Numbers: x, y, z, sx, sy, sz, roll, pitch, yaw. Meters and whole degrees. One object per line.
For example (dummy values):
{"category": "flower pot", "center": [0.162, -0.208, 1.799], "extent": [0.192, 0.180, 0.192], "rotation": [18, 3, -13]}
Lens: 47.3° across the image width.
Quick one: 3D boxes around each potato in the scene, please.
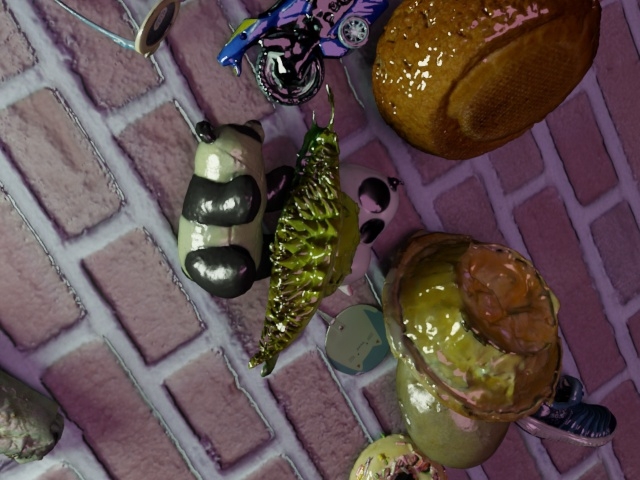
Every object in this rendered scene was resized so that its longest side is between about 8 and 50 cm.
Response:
{"category": "potato", "center": [0.203, 0.231, 1.118], "extent": [0.235, 0.160, 0.178], "rotation": [61, 36, -5]}

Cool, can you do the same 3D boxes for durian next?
{"category": "durian", "center": [-0.007, -0.002, 0.923], "extent": [0.132, 0.106, 0.375], "rotation": [8, 99, -65]}

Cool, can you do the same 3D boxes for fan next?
{"category": "fan", "center": [0.036, 0.136, 1.113], "extent": [0.175, 0.005, 0.113], "rotation": [38, 85, -23]}

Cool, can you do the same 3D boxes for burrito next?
{"category": "burrito", "center": [-0.455, 0.178, 0.899], "extent": [0.309, 0.066, 0.096], "rotation": [43, 78, -23]}

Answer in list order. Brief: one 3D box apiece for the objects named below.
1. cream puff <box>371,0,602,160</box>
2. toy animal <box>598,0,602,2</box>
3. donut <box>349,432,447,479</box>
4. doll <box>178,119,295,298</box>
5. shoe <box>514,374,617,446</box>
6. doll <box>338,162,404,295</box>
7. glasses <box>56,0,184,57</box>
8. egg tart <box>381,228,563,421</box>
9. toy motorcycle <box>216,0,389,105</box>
{"category": "cream puff", "center": [0.204, -0.253, 0.973], "extent": [0.303, 0.303, 0.212], "rotation": [-21, 62, -16]}
{"category": "toy animal", "center": [0.313, -0.474, 1.011], "extent": [0.269, 0.237, 0.326], "rotation": [-30, 107, 0]}
{"category": "donut", "center": [0.126, 0.391, 1.162], "extent": [0.174, 0.068, 0.175], "rotation": [-4, 101, -19]}
{"category": "doll", "center": [-0.115, -0.039, 0.949], "extent": [0.135, 0.143, 0.234], "rotation": [16, 107, 18]}
{"category": "shoe", "center": [0.419, 0.284, 1.241], "extent": [0.207, 0.091, 0.106], "rotation": [16, 99, -19]}
{"category": "doll", "center": [0.040, -0.021, 1.035], "extent": [0.110, 0.107, 0.181], "rotation": [23, 98, -44]}
{"category": "glasses", "center": [-0.253, -0.347, 0.869], "extent": [0.220, 0.088, 0.190], "rotation": [24, 91, -23]}
{"category": "egg tart", "center": [0.236, 0.101, 1.049], "extent": [0.314, 0.120, 0.315], "rotation": [13, 54, -18]}
{"category": "toy motorcycle", "center": [0.001, -0.324, 0.964], "extent": [0.169, 0.113, 0.315], "rotation": [42, 92, -12]}
